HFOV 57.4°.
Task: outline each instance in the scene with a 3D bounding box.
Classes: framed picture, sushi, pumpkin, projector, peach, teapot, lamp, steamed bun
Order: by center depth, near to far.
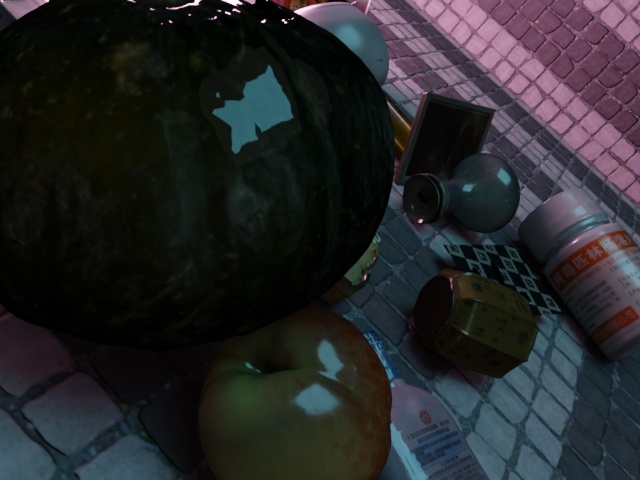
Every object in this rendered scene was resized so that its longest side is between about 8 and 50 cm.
[{"bbox_3d":[-0.149,-0.090,0.608,0.455,0.343,0.454,-2,22,1],"label":"pumpkin"},{"bbox_3d":[-0.021,0.189,0.631,0.233,0.232,0.232,26,37,-21],"label":"peach"},{"bbox_3d":[-0.450,-0.342,0.911,0.147,0.061,0.115,45,33,6],"label":"projector"},{"bbox_3d":[0.000,0.000,0.924,0.178,0.106,0.192,39,42,-9],"label":"steamed bun"},{"bbox_3d":[0.255,0.137,0.971,0.185,0.161,0.161,25,37,-21],"label":"lamp"},{"bbox_3d":[0.021,-0.330,1.212,0.424,0.253,0.279,-57,135,-78],"label":"teapot"},{"bbox_3d":[0.370,0.095,1.221,0.280,0.043,0.192,1,50,-43],"label":"sushi"},{"bbox_3d":[0.307,-0.099,1.283,0.251,0.183,0.183,-7,55,-35],"label":"teapot"},{"bbox_3d":[0.301,-0.230,1.388,0.290,0.211,0.020,-1,24,-44],"label":"framed picture"}]

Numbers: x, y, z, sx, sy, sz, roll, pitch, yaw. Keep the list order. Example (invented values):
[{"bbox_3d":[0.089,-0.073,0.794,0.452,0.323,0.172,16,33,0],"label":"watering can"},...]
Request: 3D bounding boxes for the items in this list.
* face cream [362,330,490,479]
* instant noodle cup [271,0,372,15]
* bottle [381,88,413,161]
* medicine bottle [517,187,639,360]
[{"bbox_3d":[0.125,0.272,0.753,0.163,0.080,0.336,-2,52,-44],"label":"face cream"},{"bbox_3d":[-0.016,-0.640,1.549,0.255,0.243,0.243,17,40,-17],"label":"instant noodle cup"},{"bbox_3d":[0.155,-0.304,1.431,0.082,0.082,0.286,-12,60,-50],"label":"bottle"},{"bbox_3d":[0.650,0.073,1.367,0.211,0.211,0.371,1,50,-43],"label":"medicine bottle"}]
